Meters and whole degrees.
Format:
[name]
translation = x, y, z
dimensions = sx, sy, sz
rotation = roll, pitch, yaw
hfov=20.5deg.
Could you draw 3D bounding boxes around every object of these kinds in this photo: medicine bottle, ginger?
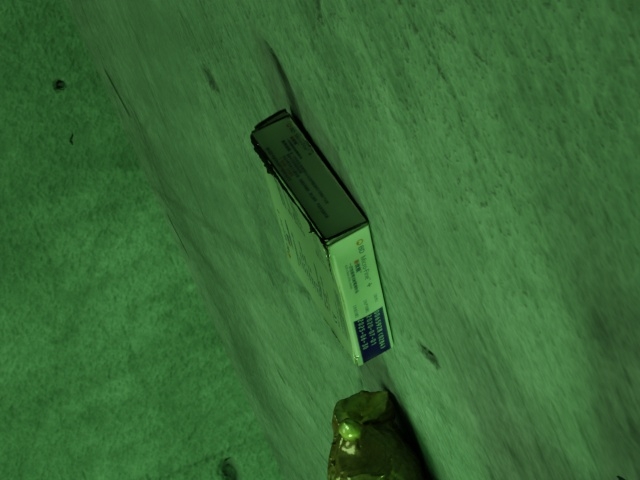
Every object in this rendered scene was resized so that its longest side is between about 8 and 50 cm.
[medicine bottle]
translation = 0.000, 0.000, 1.688
dimensions = 0.171, 0.052, 0.201
rotation = 56, 168, 39
[ginger]
translation = 0.058, 0.247, 1.865
dimensions = 0.216, 0.102, 0.157
rotation = 68, -163, -49

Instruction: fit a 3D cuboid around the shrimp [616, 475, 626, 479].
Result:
[shrimp]
translation = 0.167, 0.243, 1.107
dimensions = 0.372, 0.172, 0.137
rotation = 66, 178, -54
